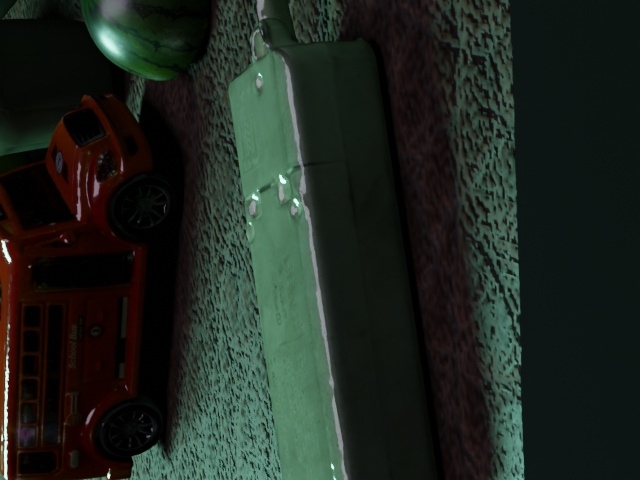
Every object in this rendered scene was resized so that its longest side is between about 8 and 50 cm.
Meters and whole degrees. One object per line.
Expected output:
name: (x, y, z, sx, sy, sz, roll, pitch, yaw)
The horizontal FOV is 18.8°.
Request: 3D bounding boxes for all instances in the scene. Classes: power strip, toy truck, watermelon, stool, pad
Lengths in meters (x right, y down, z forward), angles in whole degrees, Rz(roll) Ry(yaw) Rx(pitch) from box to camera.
power strip: (0.000, 0.000, 0.935, 0.093, 0.053, 0.288, 157, 107, -69)
toy truck: (-0.166, 0.034, 1.274, 0.107, 0.114, 0.252, -127, 36, -54)
watermelon: (-0.112, -0.148, 1.165, 0.105, 0.062, 0.105, 19, 111, 61)
stool: (-0.198, -0.107, 1.325, 0.096, 0.110, 0.096, 174, 90, -67)
pad: (0.120, 0.045, 0.710, 0.202, 0.005, 0.299, -165, 71, -67)

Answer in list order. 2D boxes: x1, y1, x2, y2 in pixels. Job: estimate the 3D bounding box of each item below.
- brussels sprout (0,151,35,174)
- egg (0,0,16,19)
brussels sprout: (-0.290, -0.010, 1.506, 0.223, 0.161, 0.223, 167, 90, -71)
egg: (-0.334, -0.256, 1.406, 0.389, 0.276, 0.276, 174, 90, -69)
